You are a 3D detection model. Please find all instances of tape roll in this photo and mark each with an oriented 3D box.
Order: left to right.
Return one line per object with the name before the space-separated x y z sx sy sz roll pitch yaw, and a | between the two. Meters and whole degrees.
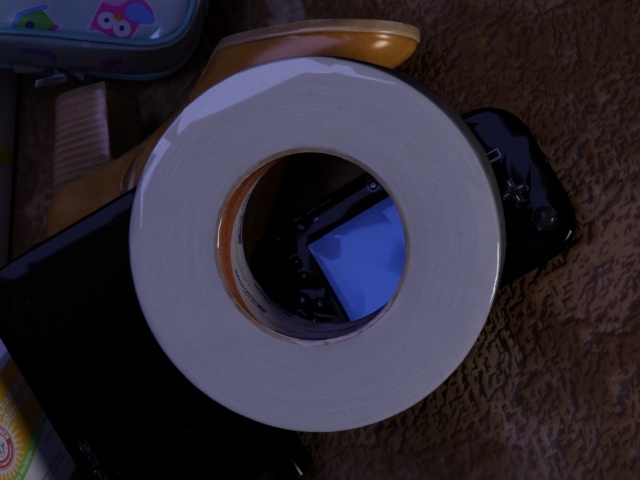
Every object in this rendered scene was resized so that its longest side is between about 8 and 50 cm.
tape roll | 0.000 0.000 1.065 0.219 0.072 0.219 1 95 9

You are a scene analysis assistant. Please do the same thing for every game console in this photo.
game console | -0.020 0.030 1.129 0.361 0.044 0.213 -30 92 11

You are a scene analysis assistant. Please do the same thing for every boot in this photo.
boot | -0.055 -0.020 1.195 0.295 0.104 0.211 -13 77 26

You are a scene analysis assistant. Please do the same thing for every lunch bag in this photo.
lunch bag | -0.175 -0.248 1.275 0.224 0.108 0.279 6 78 -9

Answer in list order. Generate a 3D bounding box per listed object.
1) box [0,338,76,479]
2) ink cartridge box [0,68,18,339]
box | -0.281 0.158 1.237 0.203 0.103 0.114 -18 25 26
ink cartridge box | -0.344 -0.071 1.364 0.207 0.119 0.353 -8 72 28
